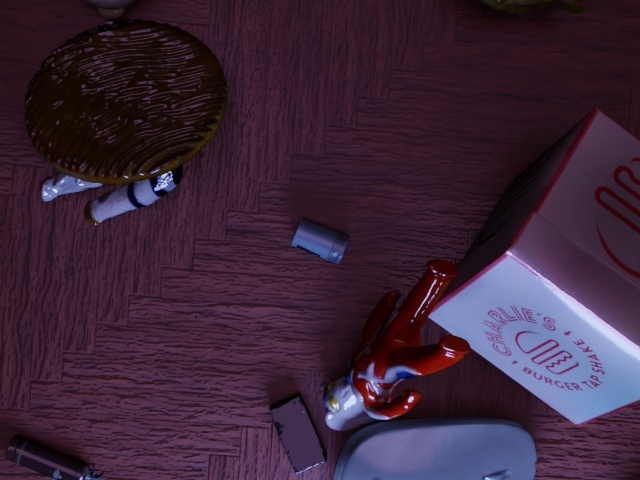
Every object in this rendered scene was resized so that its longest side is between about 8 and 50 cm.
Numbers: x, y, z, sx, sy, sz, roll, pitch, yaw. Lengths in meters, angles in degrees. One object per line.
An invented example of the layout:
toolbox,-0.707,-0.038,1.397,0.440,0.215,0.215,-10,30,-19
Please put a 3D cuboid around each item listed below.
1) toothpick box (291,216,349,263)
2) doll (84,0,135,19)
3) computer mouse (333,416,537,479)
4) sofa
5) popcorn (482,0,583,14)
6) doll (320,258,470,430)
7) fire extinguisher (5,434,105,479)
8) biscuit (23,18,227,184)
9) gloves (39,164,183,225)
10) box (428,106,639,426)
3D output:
toothpick box,0.000,0.000,1.916,0.083,0.052,0.052,22,90,-1
doll,-0.373,-0.496,1.858,0.175,0.149,0.278,-41,78,31
computer mouse,0.184,0.373,1.886,0.331,0.095,0.197,-6,119,-3
sofa,-0.037,0.314,1.928,0.060,0.039,0.118,-23,91,-3
popcorn,0.321,-0.463,1.843,0.250,0.235,0.242,-31,50,10
doll,0.102,0.184,1.802,0.099,0.384,0.188,9,53,-22
fire extinguisher,-0.429,0.363,1.914,0.158,0.043,0.064,23,120,-2
biscuit,-0.301,-0.220,1.828,0.318,0.040,0.318,-2,58,4
gloves,-0.335,-0.116,1.868,0.219,0.140,0.131,-7,57,12
box,0.395,0.047,1.763,0.312,0.314,0.300,37,64,-2
